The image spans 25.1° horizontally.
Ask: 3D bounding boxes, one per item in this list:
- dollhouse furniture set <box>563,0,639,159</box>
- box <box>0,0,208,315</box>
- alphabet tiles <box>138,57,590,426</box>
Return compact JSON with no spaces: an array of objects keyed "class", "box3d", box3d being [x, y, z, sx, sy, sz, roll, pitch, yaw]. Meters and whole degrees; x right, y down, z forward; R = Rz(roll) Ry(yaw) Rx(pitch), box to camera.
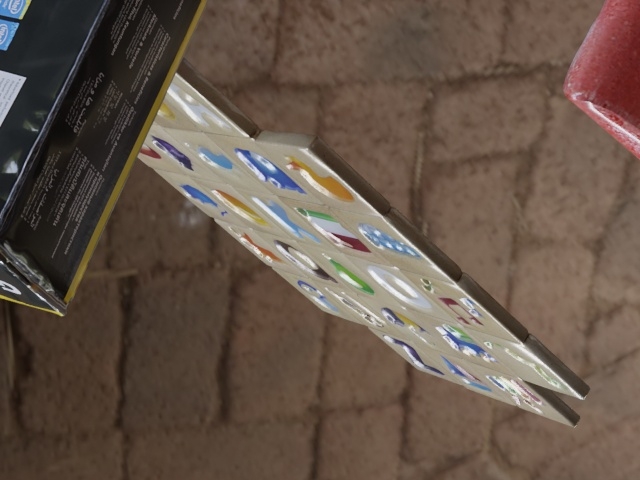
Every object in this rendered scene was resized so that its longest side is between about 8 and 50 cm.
[{"class":"dollhouse furniture set","box3d":[0.123,-0.169,0.466,0.201,0.374,0.152,-33,121,26]},{"class":"box","box3d":[-0.169,-0.150,0.652,0.257,0.322,0.079,14,160,21]},{"class":"alphabet tiles","box3d":[0.000,0.000,0.853,0.342,0.285,0.011,41,77,-28]}]
